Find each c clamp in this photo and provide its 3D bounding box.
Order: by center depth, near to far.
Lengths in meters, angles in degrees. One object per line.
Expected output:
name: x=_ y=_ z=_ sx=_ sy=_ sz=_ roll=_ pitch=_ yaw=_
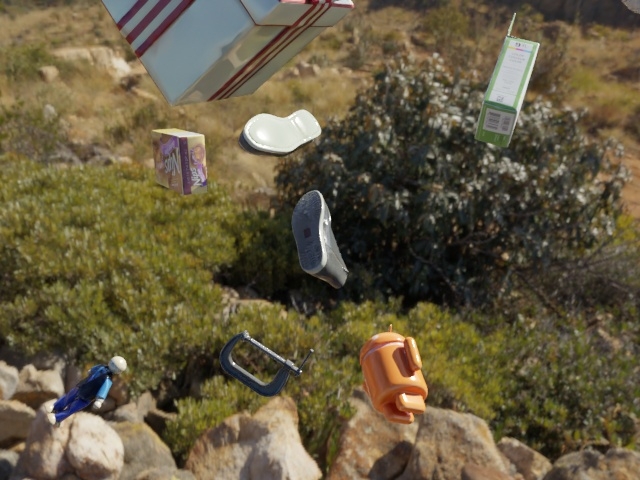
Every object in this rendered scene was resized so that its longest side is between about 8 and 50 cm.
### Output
c clamp: x=-0.110 y=0.226 z=1.286 sx=0.160 sy=0.137 sz=0.022 roll=27 pitch=18 yaw=6

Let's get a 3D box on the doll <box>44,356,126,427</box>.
doll: x=-0.492 y=0.318 z=1.437 sx=0.189 sy=0.046 sz=0.129 roll=-39 pitch=35 yaw=-9

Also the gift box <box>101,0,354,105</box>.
gift box: x=-0.121 y=-0.369 z=0.947 sx=0.255 sy=0.258 sz=0.276 roll=54 pitch=32 yaw=-3

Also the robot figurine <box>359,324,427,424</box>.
robot figurine: x=0.158 y=0.298 z=1.500 sx=0.128 sy=0.158 sz=0.219 roll=-13 pitch=47 yaw=-4

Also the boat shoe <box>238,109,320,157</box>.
boat shoe: x=-0.081 y=-0.186 z=1.239 sx=0.081 sy=0.068 sz=0.228 roll=59 pitch=33 yaw=3

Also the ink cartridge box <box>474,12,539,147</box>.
ink cartridge box: x=0.337 y=-0.284 z=1.197 sx=0.062 sy=0.109 sz=0.209 roll=17 pitch=67 yaw=13

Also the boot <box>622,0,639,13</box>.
boot: x=0.374 y=-0.255 z=0.647 sx=0.258 sy=0.123 sz=0.095 roll=29 pitch=59 yaw=-19

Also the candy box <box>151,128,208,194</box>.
candy box: x=-0.273 y=-0.154 z=1.296 sx=0.053 sy=0.109 sz=0.186 roll=-9 pitch=16 yaw=-26

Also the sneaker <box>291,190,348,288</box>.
sneaker: x=0.000 y=0.000 z=1.533 sx=0.083 sy=0.118 sz=0.222 roll=-19 pitch=53 yaw=24
